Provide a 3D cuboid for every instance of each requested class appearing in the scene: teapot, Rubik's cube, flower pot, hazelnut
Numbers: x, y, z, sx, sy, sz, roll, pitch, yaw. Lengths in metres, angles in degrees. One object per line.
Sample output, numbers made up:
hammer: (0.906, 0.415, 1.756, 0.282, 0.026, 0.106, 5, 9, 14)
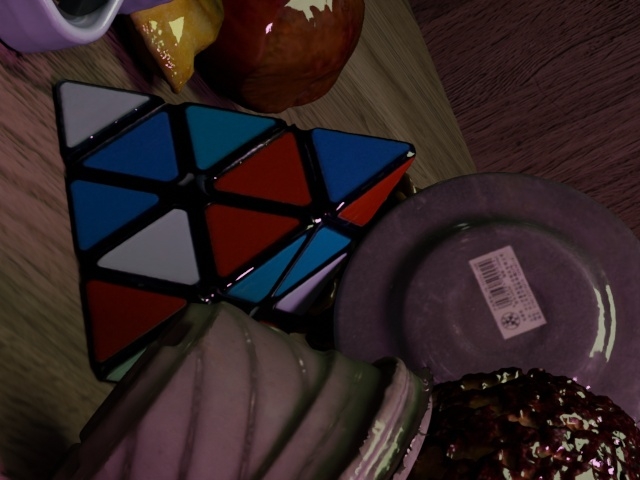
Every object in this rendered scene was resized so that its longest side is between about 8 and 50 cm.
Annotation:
teapot: (0.175, 0.097, 1.372, 0.239, 0.321, 0.239, 81, 8, -66)
Rubik's cube: (-0.071, 0.025, 1.229, 0.284, 0.250, 0.234, 66, 30, -17)
flower pot: (-0.057, 0.124, 0.990, 0.140, 0.235, 0.235, 41, 14, -5)
hazelnut: (-0.051, -0.220, 1.791, 0.204, 0.178, 0.178, -7, 71, -59)

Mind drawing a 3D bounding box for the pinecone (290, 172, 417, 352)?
pinecone: (0.000, -0.002, 1.544, 0.212, 0.185, 0.169, 33, 53, -34)

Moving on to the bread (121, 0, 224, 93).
bread: (-0.144, -0.234, 1.616, 0.161, 0.088, 0.233, 55, 13, -27)

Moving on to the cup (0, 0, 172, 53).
cup: (-0.165, -0.333, 1.306, 0.311, 0.256, 0.331, 57, 12, -38)

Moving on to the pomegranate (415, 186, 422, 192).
pomegranate: (0.047, 0.007, 1.773, 0.224, 0.181, 0.181, 50, 9, 12)

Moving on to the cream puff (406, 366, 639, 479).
cream puff: (0.087, 0.182, 1.053, 0.165, 0.239, 0.239, 33, 12, 3)
